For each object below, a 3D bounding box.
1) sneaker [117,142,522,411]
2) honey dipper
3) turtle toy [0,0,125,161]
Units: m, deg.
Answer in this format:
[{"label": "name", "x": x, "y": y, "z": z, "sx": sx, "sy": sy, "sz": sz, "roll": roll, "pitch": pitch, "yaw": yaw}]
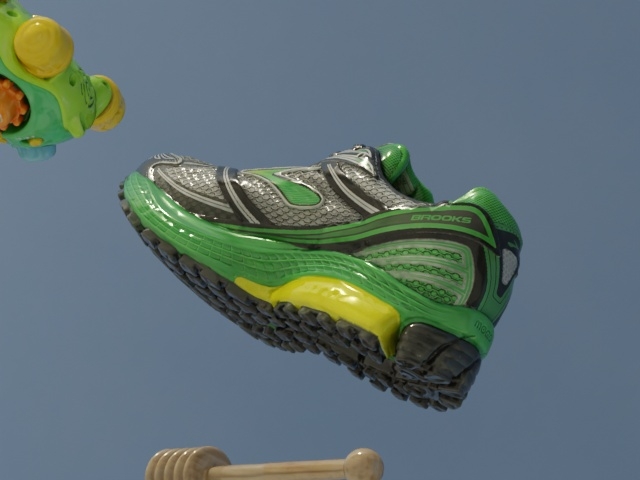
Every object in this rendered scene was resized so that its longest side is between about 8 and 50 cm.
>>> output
[{"label": "sneaker", "x": 0.000, "y": 0.000, "z": 1.366, "sx": 0.343, "sy": 0.146, "sz": 0.134, "roll": 20, "pitch": -19, "yaw": 40}, {"label": "honey dipper", "x": -0.025, "y": 0.110, "z": 0.936, "sx": 0.160, "sy": 0.030, "sz": 0.030, "roll": -9, "pitch": -81, "yaw": 50}, {"label": "turtle toy", "x": -0.156, "y": -0.086, "z": 0.945, "sx": 0.066, "sy": 0.095, "sz": 0.130, "roll": -46, "pitch": -114, "yaw": -3}]
